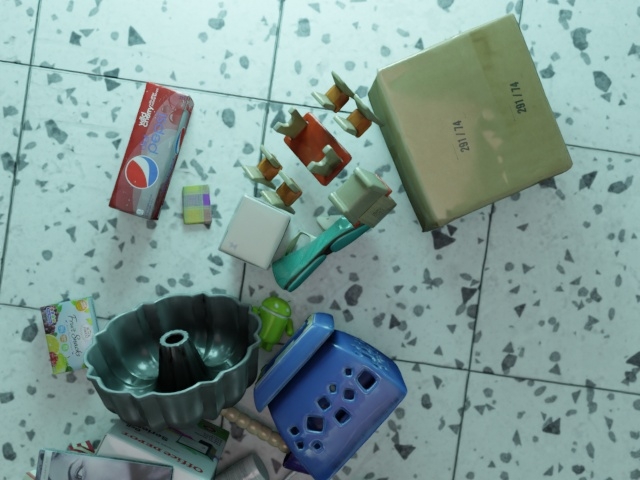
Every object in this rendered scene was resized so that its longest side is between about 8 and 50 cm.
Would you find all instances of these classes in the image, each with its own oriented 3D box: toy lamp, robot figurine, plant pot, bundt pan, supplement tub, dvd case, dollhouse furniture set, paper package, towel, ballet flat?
[{"bbox_3d":[-0.121,0.392,1.324,0.274,0.080,0.080,28,90,0],"label":"toy lamp"},{"bbox_3d":[-0.103,0.167,1.327,0.101,0.067,0.115,24,90,-29],"label":"robot figurine"},{"bbox_3d":[0.006,0.278,1.246,0.212,0.236,0.236,43,91,0],"label":"plant pot"},{"bbox_3d":[-0.263,0.232,1.219,0.330,0.331,0.124,-7,116,-1],"label":"bundt pan"},{"bbox_3d":[-0.167,0.492,1.327,0.107,0.071,0.071,-32,91,0],"label":"supplement tub"},{"bbox_3d":[-0.365,0.440,1.071,0.221,0.018,0.165,8,89,0],"label":"dvd case"},{"bbox_3d":[0.022,-0.146,1.266,0.262,0.135,0.259,-45,64,12],"label":"dollhouse furniture set"},{"bbox_3d":[0.289,-0.225,1.283,0.309,0.168,0.325,-23,90,-2],"label":"paper package"},{"bbox_3d":[-0.258,-0.074,1.352,0.060,0.009,0.083,-4,90,0],"label":"towel"},{"bbox_3d":[0.000,0.000,1.325,0.247,0.083,0.087,-38,77,-2],"label":"ballet flat"}]

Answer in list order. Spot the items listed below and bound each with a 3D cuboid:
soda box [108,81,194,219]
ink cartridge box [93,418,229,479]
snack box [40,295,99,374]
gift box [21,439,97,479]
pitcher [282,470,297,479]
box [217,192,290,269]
[{"bbox_3d":[-0.340,-0.178,1.313,0.092,0.083,0.263,18,89,-2],"label":"soda box"},{"bbox_3d":[-0.298,0.411,1.220,0.201,0.278,0.117,26,91,-1],"label":"ink cartridge box"},{"bbox_3d":[-0.510,0.195,1.335,0.100,0.037,0.141,-12,91,-2],"label":"snack box"},{"bbox_3d":[-0.444,0.548,1.240,0.255,0.276,0.258,29,94,12],"label":"gift box"},{"bbox_3d":[-0.088,0.559,1.315,0.207,0.125,0.178,-8,62,-5],"label":"pitcher"},{"bbox_3d":[-0.118,-0.015,1.222,0.094,0.275,0.113,25,90,-3],"label":"box"}]
